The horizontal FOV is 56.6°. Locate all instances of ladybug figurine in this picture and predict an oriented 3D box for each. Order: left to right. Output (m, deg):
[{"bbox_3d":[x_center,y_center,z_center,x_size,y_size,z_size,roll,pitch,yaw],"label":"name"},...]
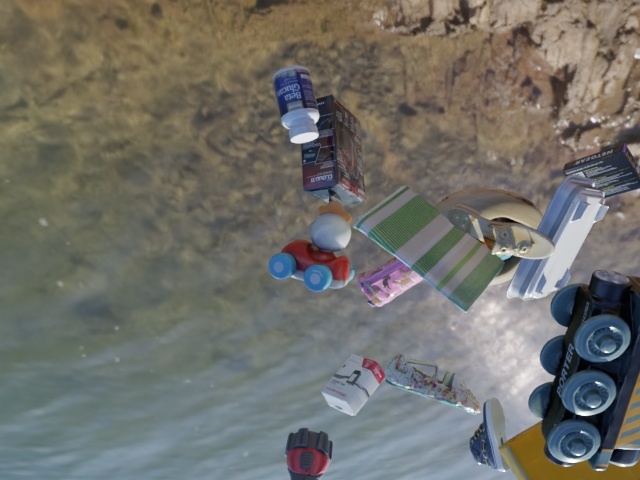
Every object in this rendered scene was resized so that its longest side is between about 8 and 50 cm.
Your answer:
[{"bbox_3d":[0.471,-0.020,1.718,0.449,0.162,0.305,19,112,-38],"label":"ladybug figurine"}]

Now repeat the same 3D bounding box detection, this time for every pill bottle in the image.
[{"bbox_3d":[-0.055,-0.327,1.442,0.094,0.169,0.094,-12,172,-2],"label":"pill bottle"}]

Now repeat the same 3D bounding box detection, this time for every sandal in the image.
[{"bbox_3d":[0.379,0.000,1.299,0.240,0.079,0.088,27,138,24],"label":"sandal"}]

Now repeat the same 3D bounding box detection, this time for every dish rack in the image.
[{"bbox_3d":[0.602,0.007,1.480,0.286,0.072,0.332,-3,120,-52],"label":"dish rack"}]

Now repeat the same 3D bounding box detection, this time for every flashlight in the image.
[{"bbox_3d":[-0.040,0.537,1.194,0.103,0.304,0.103,38,129,-26],"label":"flashlight"}]

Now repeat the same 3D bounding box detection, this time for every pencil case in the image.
[{"bbox_3d":[0.327,0.108,2.274,0.386,0.167,0.160,-34,103,28],"label":"pencil case"}]

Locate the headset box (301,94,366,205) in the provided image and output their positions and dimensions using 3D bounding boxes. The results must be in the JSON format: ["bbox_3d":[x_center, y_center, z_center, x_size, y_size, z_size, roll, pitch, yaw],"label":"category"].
[{"bbox_3d":[0.038,-0.234,1.708,0.110,0.293,0.218,-9,167,24],"label":"headset box"}]

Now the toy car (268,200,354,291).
[{"bbox_3d":[0.000,0.000,1.652,0.210,0.219,0.237,17,99,21],"label":"toy car"}]

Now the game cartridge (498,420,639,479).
[{"bbox_3d":[0.551,0.499,1.189,0.285,0.323,0.052,-19,159,-25],"label":"game cartridge"}]

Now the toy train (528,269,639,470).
[{"bbox_3d":[0.439,0.202,0.892,0.190,0.142,0.333,4,111,0],"label":"toy train"}]

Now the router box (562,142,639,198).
[{"bbox_3d":[0.807,-0.186,1.695,0.179,0.046,0.133,-19,118,48],"label":"router box"}]

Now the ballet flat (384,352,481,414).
[{"bbox_3d":[0.255,0.311,1.297,0.241,0.091,0.077,22,89,-12],"label":"ballet flat"}]

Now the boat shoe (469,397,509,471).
[{"bbox_3d":[0.391,0.458,1.410,0.083,0.065,0.183,-4,101,42],"label":"boat shoe"}]

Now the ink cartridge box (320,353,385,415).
[{"bbox_3d":[0.091,0.402,1.665,0.109,0.150,0.063,6,133,50],"label":"ink cartridge box"}]

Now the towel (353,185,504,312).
[{"bbox_3d":[0.262,0.010,1.410,0.325,0.248,0.038,40,132,15],"label":"towel"}]
